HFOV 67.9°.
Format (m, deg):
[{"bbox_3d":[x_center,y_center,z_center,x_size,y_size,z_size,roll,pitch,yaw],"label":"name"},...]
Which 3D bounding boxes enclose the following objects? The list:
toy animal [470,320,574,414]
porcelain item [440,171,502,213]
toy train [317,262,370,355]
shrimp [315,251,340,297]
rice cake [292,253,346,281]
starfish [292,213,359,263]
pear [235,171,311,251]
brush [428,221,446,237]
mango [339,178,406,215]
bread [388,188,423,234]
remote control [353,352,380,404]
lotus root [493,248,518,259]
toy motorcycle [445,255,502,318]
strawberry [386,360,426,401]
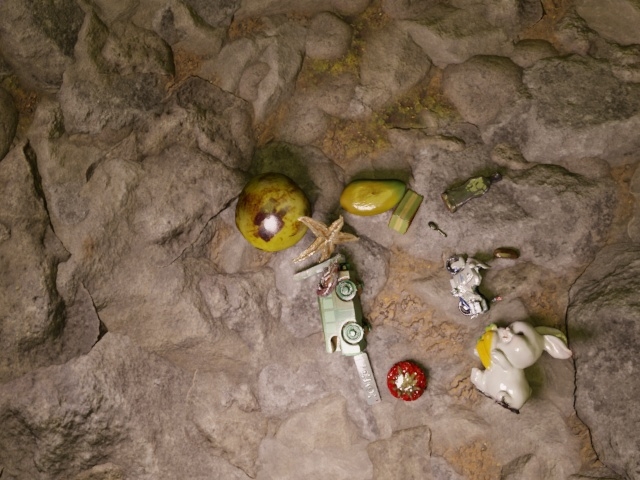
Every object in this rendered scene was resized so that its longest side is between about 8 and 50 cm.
[{"bbox_3d":[0.645,0.393,1.557,0.247,0.183,0.310,27,85,5],"label":"toy animal"},{"bbox_3d":[0.533,-0.182,1.668,0.215,0.069,0.081,-30,78,7],"label":"porcelain item"},{"bbox_3d":[0.079,0.245,1.682,0.159,0.129,0.327,-9,85,14],"label":"toy train"},{"bbox_3d":[0.032,0.117,1.613,0.065,0.056,0.165,17,86,28],"label":"shrimp"},{"bbox_3d":[-0.007,0.103,1.735,0.210,0.043,0.034,-24,77,13],"label":"rice cake"},{"bbox_3d":[0.002,0.004,1.670,0.231,0.295,0.048,-52,48,17],"label":"starfish"},{"bbox_3d":[-0.171,-0.096,1.673,0.283,0.283,0.284,-1,86,9],"label":"pear"},{"bbox_3d":[0.420,-0.038,1.706,0.083,0.008,0.024,42,90,10],"label":"brush"},{"bbox_3d":[0.187,-0.155,1.705,0.237,0.091,0.137,2,85,17],"label":"mango"},{"bbox_3d":[0.311,-0.106,1.727,0.074,0.084,0.139,27,60,10],"label":"bread"},{"bbox_3d":[0.167,0.493,1.700,0.049,0.027,0.184,-17,88,9],"label":"remote control"},{"bbox_3d":[0.646,0.047,1.652,0.083,0.030,0.038,6,85,9],"label":"lotus root"},{"bbox_3d":[0.525,0.152,1.635,0.150,0.102,0.221,-20,79,28],"label":"toy motorcycle"},{"bbox_3d":[0.298,0.491,1.648,0.145,0.086,0.145,-1,84,10],"label":"strawberry"}]
